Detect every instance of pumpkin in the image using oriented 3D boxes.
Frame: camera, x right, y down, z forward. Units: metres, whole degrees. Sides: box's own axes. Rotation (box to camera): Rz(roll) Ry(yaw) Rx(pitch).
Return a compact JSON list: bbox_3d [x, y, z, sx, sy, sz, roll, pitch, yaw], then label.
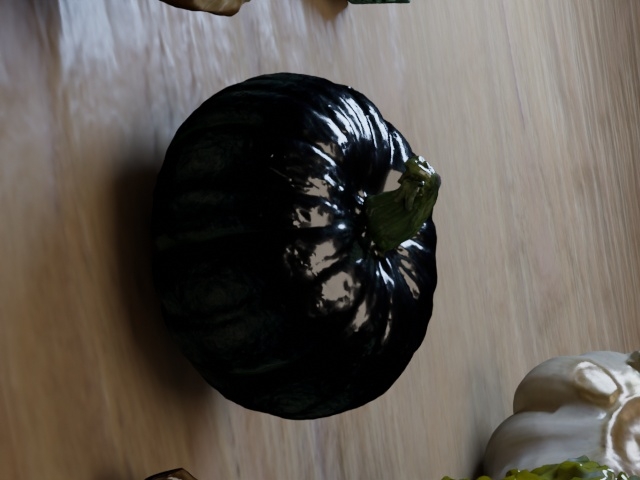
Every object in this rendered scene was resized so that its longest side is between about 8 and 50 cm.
[{"bbox_3d":[-0.011,0.003,0.691,0.194,0.150,0.194,-46,145,-46],"label":"pumpkin"}]

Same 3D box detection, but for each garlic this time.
[{"bbox_3d":[0.228,0.244,1.169,0.203,0.184,0.281,97,-15,-49],"label":"garlic"}]

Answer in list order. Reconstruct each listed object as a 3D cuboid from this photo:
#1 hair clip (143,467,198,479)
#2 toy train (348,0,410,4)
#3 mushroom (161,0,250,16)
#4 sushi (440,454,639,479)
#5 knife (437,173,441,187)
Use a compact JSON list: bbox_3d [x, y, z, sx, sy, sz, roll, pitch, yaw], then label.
[{"bbox_3d":[-0.012,0.233,0.654,0.300,0.173,0.069,58,-2,-13],"label":"hair clip"},{"bbox_3d":[0.023,-0.238,0.924,0.172,0.070,0.099,36,62,-60],"label":"toy train"},{"bbox_3d":[-0.034,-0.236,0.532,0.208,0.301,0.233,-17,86,-34],"label":"mushroom"},{"bbox_3d":[0.154,0.348,0.838,0.351,0.240,0.396,28,51,-66],"label":"sushi"},{"bbox_3d":[0.055,-0.020,1.010,0.247,0.018,0.035,-34,118,-62],"label":"knife"}]
